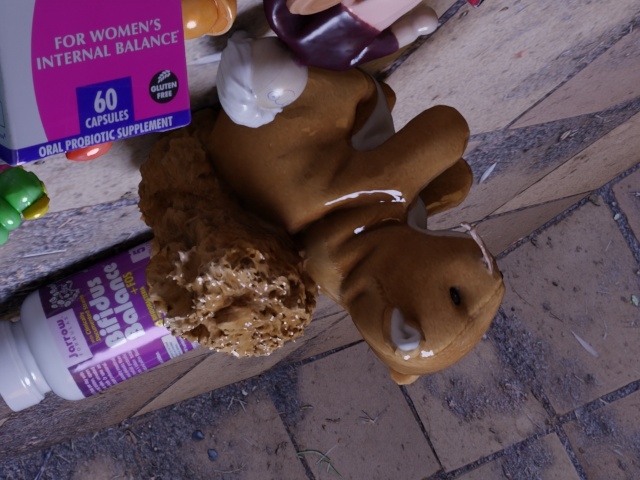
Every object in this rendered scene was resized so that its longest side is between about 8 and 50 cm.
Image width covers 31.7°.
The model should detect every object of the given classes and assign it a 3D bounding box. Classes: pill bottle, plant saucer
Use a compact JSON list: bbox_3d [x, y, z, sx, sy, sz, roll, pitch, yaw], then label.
[{"bbox_3d":[-0.313,0.122,1.585,0.301,0.169,0.169,-25,167,-8],"label":"pill bottle"},{"bbox_3d":[0.011,-0.210,0.938,0.083,0.013,0.083,-27,179,-1],"label":"plant saucer"}]

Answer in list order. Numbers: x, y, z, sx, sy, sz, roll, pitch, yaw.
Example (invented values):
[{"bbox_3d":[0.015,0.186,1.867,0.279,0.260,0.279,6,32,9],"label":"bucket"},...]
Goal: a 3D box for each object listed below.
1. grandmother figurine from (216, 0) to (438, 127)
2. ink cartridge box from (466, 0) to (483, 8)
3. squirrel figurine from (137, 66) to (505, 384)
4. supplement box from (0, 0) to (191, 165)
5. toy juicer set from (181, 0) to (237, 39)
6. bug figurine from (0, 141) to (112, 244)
[{"bbox_3d":[0.030,-0.220,1.041,0.342,0.104,0.208,-35,135,28],"label":"grandmother figurine"},{"bbox_3d":[0.102,-0.246,0.656,0.272,0.130,0.309,-49,180,5],"label":"ink cartridge box"},{"bbox_3d":[0.000,0.000,1.243,0.397,0.370,0.281,-24,167,-8],"label":"squirrel figurine"},{"bbox_3d":[-0.151,-0.167,0.612,0.111,0.220,0.114,-18,-152,-31],"label":"supplement box"},{"bbox_3d":[-0.020,-0.242,0.852,0.329,0.089,0.209,-31,160,16],"label":"toy juicer set"},{"bbox_3d":[-0.220,-0.069,0.885,0.216,0.072,0.279,-47,-160,-11],"label":"bug figurine"}]
